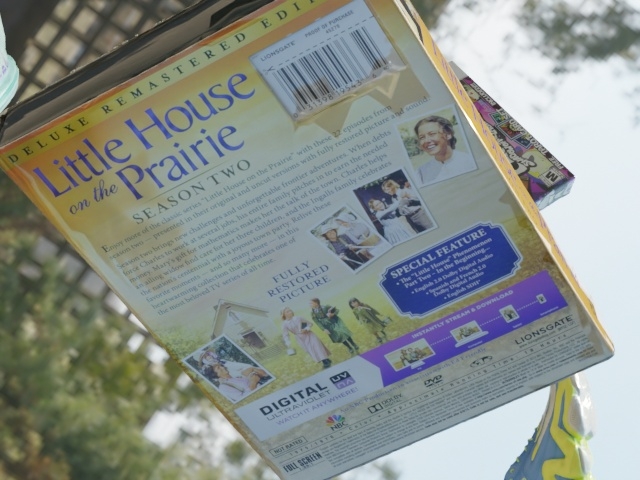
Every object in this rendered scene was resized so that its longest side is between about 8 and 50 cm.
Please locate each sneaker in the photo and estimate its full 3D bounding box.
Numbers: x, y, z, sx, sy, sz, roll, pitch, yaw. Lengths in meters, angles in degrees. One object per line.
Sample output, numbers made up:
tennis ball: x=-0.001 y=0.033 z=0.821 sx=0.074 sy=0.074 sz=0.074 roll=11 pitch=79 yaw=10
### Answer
sneaker: x=0.281 y=0.264 z=1.780 sx=0.126 sy=0.091 sz=0.240 roll=-13 pitch=-119 yaw=24

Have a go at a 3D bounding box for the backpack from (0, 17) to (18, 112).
backpack: x=-0.241 y=-0.059 z=0.515 sx=0.254 sy=0.191 sz=0.225 roll=-9 pitch=-160 yaw=7

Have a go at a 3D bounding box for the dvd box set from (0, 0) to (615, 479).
dvd box set: x=0.000 y=0.000 z=1.082 sx=0.308 sy=0.420 sz=0.062 roll=-27 pitch=-145 yaw=16

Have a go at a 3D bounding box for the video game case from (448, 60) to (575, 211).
video game case: x=0.158 y=-0.098 z=1.735 sx=0.210 sy=0.232 sz=0.042 roll=-30 pitch=154 yaw=-27
